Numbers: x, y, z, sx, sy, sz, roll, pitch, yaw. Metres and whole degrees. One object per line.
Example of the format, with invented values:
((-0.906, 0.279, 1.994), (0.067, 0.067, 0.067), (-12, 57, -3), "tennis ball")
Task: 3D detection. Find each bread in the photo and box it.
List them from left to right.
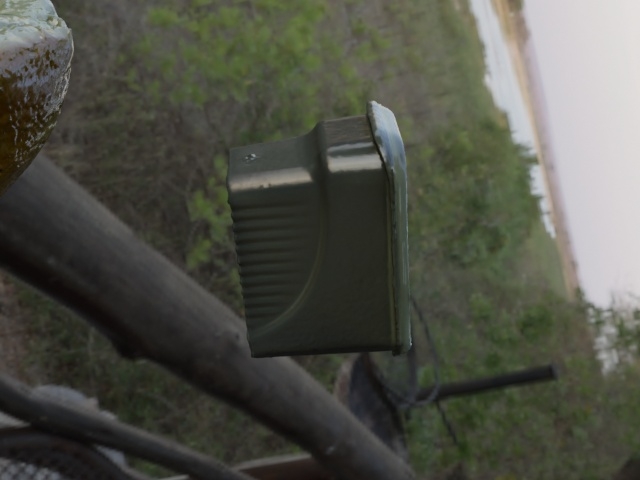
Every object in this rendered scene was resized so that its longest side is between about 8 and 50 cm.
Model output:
((-0.420, -0.166, 1.218), (0.279, 0.225, 0.250), (-32, 149, -48), "bread")

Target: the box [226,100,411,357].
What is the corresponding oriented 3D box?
((0.000, 0.000, 1.120), (0.138, 0.178, 0.274), (-99, -177, -60), "box")
